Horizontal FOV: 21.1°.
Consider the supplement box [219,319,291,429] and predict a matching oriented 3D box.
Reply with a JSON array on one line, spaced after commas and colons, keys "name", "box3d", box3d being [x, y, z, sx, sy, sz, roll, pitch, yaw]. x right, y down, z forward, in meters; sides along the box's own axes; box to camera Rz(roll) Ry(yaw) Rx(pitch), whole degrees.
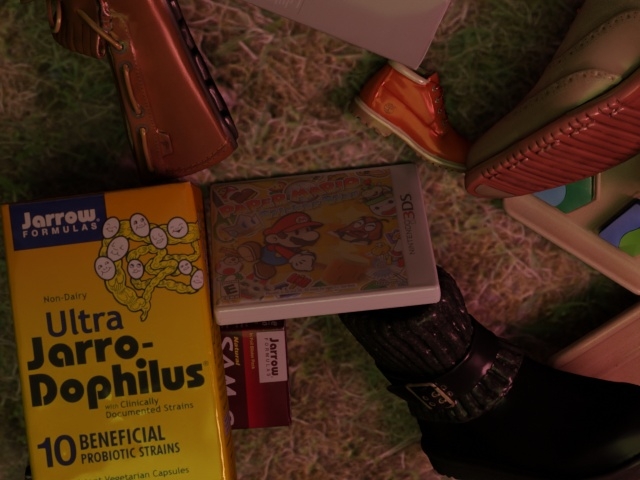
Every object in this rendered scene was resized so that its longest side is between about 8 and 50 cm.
[{"name": "supplement box", "box3d": [-0.155, 0.144, 1.911, 0.239, 0.073, 0.130, -4, 114, -2]}]

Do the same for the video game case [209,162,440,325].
[{"name": "video game case", "box3d": [0.000, 0.000, 1.776, 0.227, 0.206, 0.026, -6, 130, 0]}]

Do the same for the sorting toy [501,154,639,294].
[{"name": "sorting toy", "box3d": [0.319, -0.068, 1.817, 0.193, 0.038, 0.208, 32, 112, 5]}]

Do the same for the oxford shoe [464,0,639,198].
[{"name": "oxford shoe", "box3d": [0.296, -0.178, 1.722, 0.397, 0.146, 0.140, -34, 154, 26]}]

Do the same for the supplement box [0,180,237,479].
[{"name": "supplement box", "box3d": [-0.199, 0.127, 1.756, 0.194, 0.195, 0.357, -7, 90, -1]}]

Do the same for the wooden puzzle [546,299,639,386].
[{"name": "wooden puzzle", "box3d": [0.470, 0.153, 1.950, 0.322, 0.080, 0.348, -34, 117, 13]}]

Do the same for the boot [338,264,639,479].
[{"name": "boot", "box3d": [0.194, 0.138, 1.824, 0.348, 0.131, 0.260, -5, 124, 39]}]

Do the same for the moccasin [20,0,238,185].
[{"name": "moccasin", "box3d": [-0.215, -0.225, 1.706, 0.147, 0.139, 0.380, -24, 124, -1]}]

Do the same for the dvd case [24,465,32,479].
[{"name": "dvd case", "box3d": [-0.218, 0.336, 2.025, 0.238, 0.029, 0.179, -5, 116, -1]}]

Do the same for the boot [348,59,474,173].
[{"name": "boot", "box3d": [0.117, -0.131, 1.803, 0.158, 0.059, 0.085, 30, 106, -15]}]

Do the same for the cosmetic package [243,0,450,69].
[{"name": "cosmetic package", "box3d": [0.005, -0.269, 1.692, 0.238, 0.127, 0.107, 24, 112, -12]}]
